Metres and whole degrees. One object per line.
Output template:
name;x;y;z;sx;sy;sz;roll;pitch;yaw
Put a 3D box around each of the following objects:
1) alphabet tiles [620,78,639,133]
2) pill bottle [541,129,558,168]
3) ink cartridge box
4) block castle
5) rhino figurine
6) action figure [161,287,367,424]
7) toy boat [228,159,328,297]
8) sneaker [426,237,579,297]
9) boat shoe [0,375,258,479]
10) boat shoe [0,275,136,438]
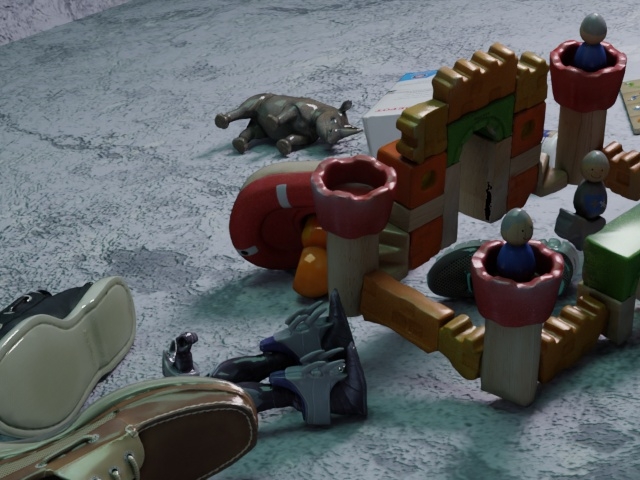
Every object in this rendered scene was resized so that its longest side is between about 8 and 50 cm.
alphabet tiles;0.563;-0.206;2.424;0.285;0.011;0.342;-9;20;7
pill bottle;0.266;-0.110;2.244;0.120;0.067;0.067;8;28;44
ink cartridge box;0.162;-0.172;2.448;0.148;0.086;0.203;-3;22;24
block castle;0.234;-0.055;1.789;0.453;0.213;0.303;-28;42;-36
rhino figurine;-0.033;-0.174;2.591;0.243;0.073;0.106;8;30;40
action figure;-0.101;0.146;1.720;0.285;0.099;0.185;-17;29;-1
toy boat;0.000;0.000;2.040;0.231;0.151;0.151;-2;51;26
sneaker;0.194;0.038;1.895;0.166;0.065;0.076;-9;24;13
boat shoe;-0.202;0.221;1.560;0.324;0.123;0.116;-21;28;-7
boat shoe;-0.309;0.121;1.862;0.113;0.127;0.340;-6;19;19
